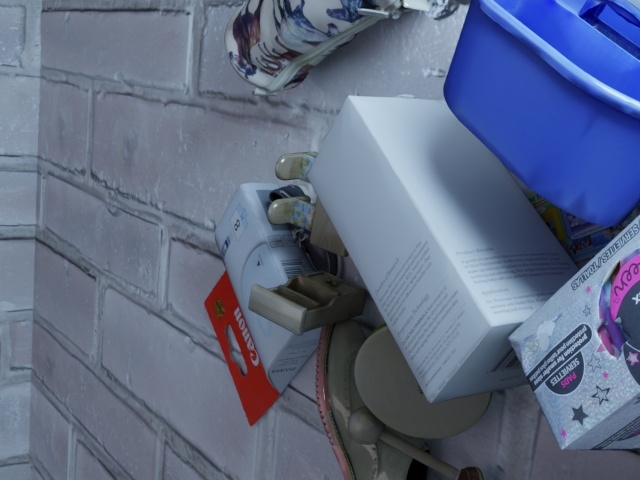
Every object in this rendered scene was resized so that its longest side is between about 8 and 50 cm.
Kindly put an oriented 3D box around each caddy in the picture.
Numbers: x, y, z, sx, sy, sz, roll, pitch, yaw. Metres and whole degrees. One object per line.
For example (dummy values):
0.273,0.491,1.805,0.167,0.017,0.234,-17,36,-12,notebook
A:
0.284,-0.170,0.884,0.341,0.241,0.179,53,139,38,caddy

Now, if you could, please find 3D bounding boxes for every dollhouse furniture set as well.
0.000,0.000,1.321,0.212,0.161,0.242,23,111,36,dollhouse furniture set

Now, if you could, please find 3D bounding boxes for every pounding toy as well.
0.143,0.186,1.198,0.182,0.110,0.237,18,119,10,pounding toy

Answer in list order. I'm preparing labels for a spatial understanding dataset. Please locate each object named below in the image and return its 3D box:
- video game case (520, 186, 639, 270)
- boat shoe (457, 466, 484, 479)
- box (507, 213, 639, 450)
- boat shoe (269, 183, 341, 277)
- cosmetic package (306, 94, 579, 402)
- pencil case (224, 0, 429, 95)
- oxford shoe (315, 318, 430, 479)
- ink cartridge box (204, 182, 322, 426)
0.304,0.013,1.050,0.212,0.023,0.193,-29,69,53,video game case
0.180,0.390,1.166,0.064,0.060,0.178,-155,76,-80,boat shoe
0.333,0.087,0.841,0.247,0.163,0.142,-53,42,36,box
-0.030,-0.011,1.491,0.075,0.065,0.206,-56,49,40,boat shoe
0.155,-0.005,1.075,0.366,0.196,0.155,63,140,34,cosmetic package
0.008,-0.360,1.334,0.410,0.159,0.184,-21,60,53,pencil case
0.094,0.293,1.313,0.146,0.140,0.397,-22,67,23,oxford shoe
-0.137,0.130,1.634,0.385,0.091,0.308,-54,50,40,ink cartridge box
